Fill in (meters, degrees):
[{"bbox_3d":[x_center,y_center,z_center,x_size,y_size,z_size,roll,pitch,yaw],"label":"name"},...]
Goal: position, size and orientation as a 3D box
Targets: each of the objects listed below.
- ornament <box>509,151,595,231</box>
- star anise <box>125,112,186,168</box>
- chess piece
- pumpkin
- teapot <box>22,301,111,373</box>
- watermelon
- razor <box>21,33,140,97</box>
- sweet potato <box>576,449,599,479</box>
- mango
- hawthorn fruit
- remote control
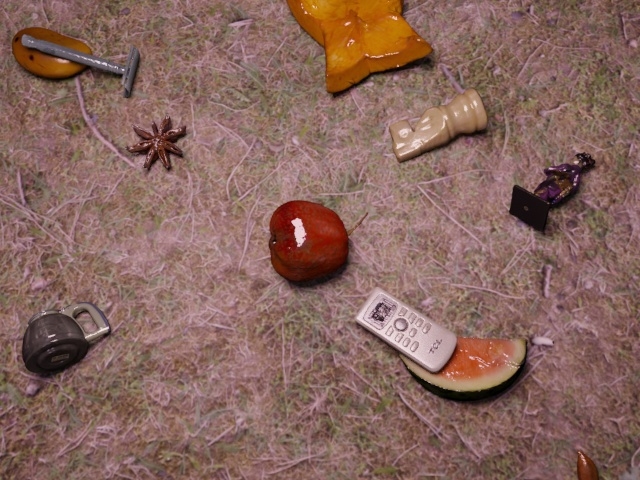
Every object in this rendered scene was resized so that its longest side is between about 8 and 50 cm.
[{"bbox_3d":[0.478,-0.119,0.913,0.203,0.088,0.081,-41,53,-19],"label":"ornament"},{"bbox_3d":[-0.364,-0.216,1.000,0.141,0.042,0.141,0,74,1],"label":"star anise"},{"bbox_3d":[0.247,-0.244,0.955,0.201,0.090,0.090,-23,76,10],"label":"chess piece"},{"bbox_3d":[0.082,-0.488,1.012,0.258,0.095,0.290,-20,72,3],"label":"pumpkin"},{"bbox_3d":[-0.518,0.180,0.882,0.149,0.111,0.108,-38,63,0],"label":"teapot"},{"bbox_3d":[0.275,0.240,0.843,0.245,0.063,0.119,-8,59,9],"label":"watermelon"},{"bbox_3d":[-0.543,-0.416,1.010,0.232,0.068,0.106,13,75,-18],"label":"razor"},{"bbox_3d":[0.478,0.424,0.794,0.034,0.034,0.095,-8,86,2],"label":"sweet potato"},{"bbox_3d":[-0.639,-0.440,1.053,0.178,0.090,0.115,19,70,0],"label":"mango"},{"bbox_3d":[0.000,0.000,0.883,0.204,0.162,0.162,1,76,-15],"label":"hawthorn fruit"},{"bbox_3d":[0.164,0.171,0.855,0.190,0.029,0.087,32,74,23],"label":"remote control"}]
